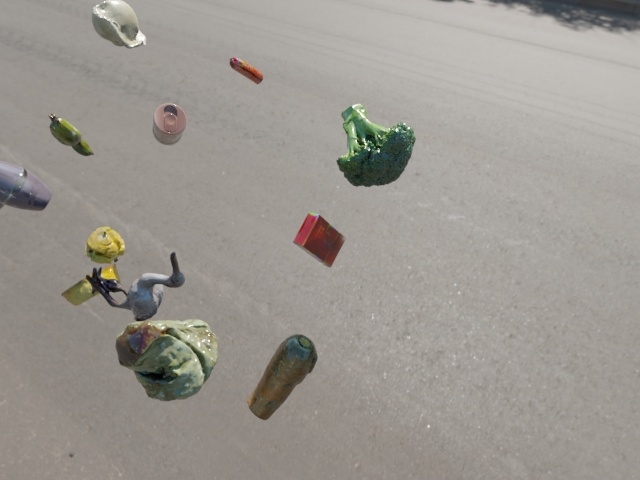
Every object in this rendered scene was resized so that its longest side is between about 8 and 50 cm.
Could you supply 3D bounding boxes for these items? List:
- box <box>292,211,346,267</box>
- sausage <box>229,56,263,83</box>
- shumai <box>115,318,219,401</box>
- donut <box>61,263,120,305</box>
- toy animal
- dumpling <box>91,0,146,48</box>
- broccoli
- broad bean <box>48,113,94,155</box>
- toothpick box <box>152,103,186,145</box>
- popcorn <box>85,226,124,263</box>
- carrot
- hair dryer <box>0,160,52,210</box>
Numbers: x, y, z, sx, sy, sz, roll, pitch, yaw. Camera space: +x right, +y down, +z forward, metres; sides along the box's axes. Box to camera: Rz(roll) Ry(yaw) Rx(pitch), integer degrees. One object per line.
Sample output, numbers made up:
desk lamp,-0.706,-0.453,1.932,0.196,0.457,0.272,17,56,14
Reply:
box,0.001,0.000,1.364,0.048,0.175,0.112,21,79,39
sausage,-0.196,-0.446,1.147,0.034,0.034,0.129,27,10,22
shumai,-0.497,0.319,1.394,0.308,0.264,0.304,-5,46,19
donut,-0.710,0.145,1.380,0.066,0.162,0.178,57,34,-6
toy animal,-0.453,0.134,1.131,0.323,0.195,0.091,-9,39,23
dumpling,-0.535,-0.566,1.174,0.108,0.127,0.188,-29,15,10
broccoli,0.159,-0.293,1.345,0.253,0.269,0.269,-29,45,6
broad bean,-0.591,-0.245,1.034,0.070,0.213,0.048,33,81,-5
toothpick box,-0.486,-0.369,1.413,0.098,0.099,0.149,-15,4,-23
popcorn,-0.880,0.023,1.800,0.148,0.152,0.167,-10,50,-12
carrot,-0.129,0.449,1.475,0.138,0.302,0.139,38,9,-7
hair dryer,-1.022,-0.140,1.305,0.360,0.301,0.121,-24,51,30
